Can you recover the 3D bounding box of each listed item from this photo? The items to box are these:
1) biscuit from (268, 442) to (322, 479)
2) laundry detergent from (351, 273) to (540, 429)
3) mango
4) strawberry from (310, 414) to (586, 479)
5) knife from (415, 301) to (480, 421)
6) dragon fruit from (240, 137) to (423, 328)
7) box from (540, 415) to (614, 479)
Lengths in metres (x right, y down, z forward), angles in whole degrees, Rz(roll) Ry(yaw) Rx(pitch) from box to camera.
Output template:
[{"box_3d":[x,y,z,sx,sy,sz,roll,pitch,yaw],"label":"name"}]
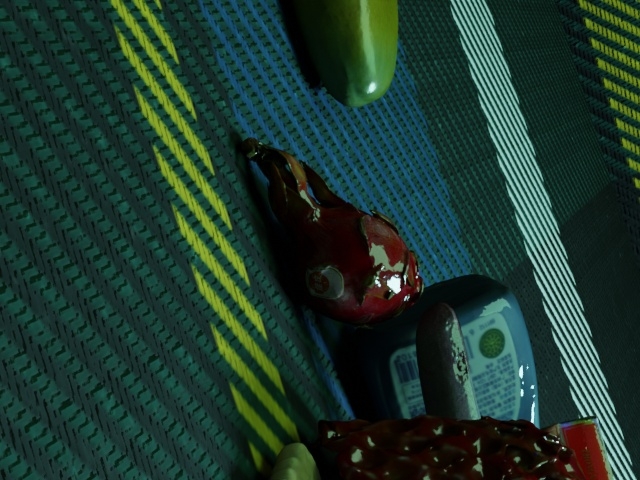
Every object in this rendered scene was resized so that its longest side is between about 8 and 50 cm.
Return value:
[{"box_3d":[-0.018,0.247,1.034,0.249,0.030,0.160,-64,136,-66],"label":"biscuit"},{"box_3d":[0.127,0.182,1.382,0.094,0.143,0.289,-151,-137,-67],"label":"laundry detergent"},{"box_3d":[0.024,-0.214,1.499,0.130,0.092,0.194,39,43,-64],"label":"mango"},{"box_3d":[0.111,0.216,1.172,0.234,0.178,0.233,-20,90,-88],"label":"strawberry"},{"box_3d":[0.130,0.183,1.285,0.053,0.123,0.278,-31,106,-44],"label":"knife"},{"box_3d":[0.000,0.000,1.268,0.190,0.094,0.094,42,28,-19],"label":"dragon fruit"},{"box_3d":[0.246,0.247,1.690,0.175,0.048,0.112,130,-52,-72],"label":"box"}]
